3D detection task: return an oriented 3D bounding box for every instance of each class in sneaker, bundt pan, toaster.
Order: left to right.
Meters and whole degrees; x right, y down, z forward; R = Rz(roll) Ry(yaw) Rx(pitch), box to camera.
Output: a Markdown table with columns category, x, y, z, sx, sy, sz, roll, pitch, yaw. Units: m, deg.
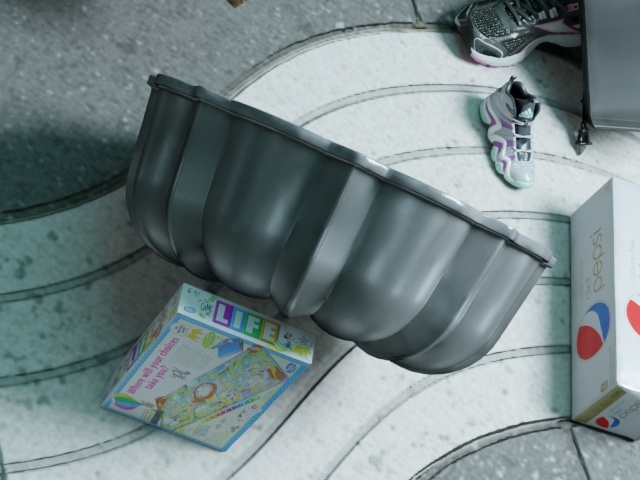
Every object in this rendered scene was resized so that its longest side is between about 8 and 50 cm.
| category | x | y | z | sx | sy | sz | roll | pitch | yaw |
| --- | --- | --- | --- | --- | --- | --- | --- | --- | --- |
| bundt pan | 0.000 | 0.000 | 1.417 | 0.331 | 0.331 | 0.124 | 24 | 90 | -14 |
| sneaker | 0.178 | -0.101 | 1.708 | 0.038 | 0.069 | 0.098 | -6 | 64 | -32 |
| sneaker | 0.205 | -0.219 | 1.795 | 0.178 | 0.077 | 0.072 | -20 | 70 | -36 |
| toaster | 0.317 | -0.186 | 1.772 | 0.168 | 0.110 | 0.186 | -27 | 119 | -46 |

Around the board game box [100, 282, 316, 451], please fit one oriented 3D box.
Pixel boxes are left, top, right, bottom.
| category | x | y | z | sx | sy | sz | roll | pitch | yaw |
| --- | --- | --- | --- | --- | --- | --- | --- | --- | --- |
| board game box | -0.082 | 0.094 | 1.379 | 0.103 | 0.154 | 0.026 | 22 | 53 | -16 |

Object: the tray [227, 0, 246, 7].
| category | x | y | z | sx | sy | sz | roll | pitch | yaw |
| --- | --- | --- | --- | --- | --- | --- | --- | --- | --- |
| tray | -0.143 | -0.394 | 1.582 | 0.203 | 0.076 | 0.411 | 42 | 20 | -45 |

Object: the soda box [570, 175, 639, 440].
| category | x | y | z | sx | sy | sz | roll | pitch | yaw |
| --- | --- | --- | --- | --- | --- | --- | --- | --- | --- |
| soda box | 0.262 | 0.057 | 1.650 | 0.069 | 0.074 | 0.216 | 18 | 53 | -19 |
